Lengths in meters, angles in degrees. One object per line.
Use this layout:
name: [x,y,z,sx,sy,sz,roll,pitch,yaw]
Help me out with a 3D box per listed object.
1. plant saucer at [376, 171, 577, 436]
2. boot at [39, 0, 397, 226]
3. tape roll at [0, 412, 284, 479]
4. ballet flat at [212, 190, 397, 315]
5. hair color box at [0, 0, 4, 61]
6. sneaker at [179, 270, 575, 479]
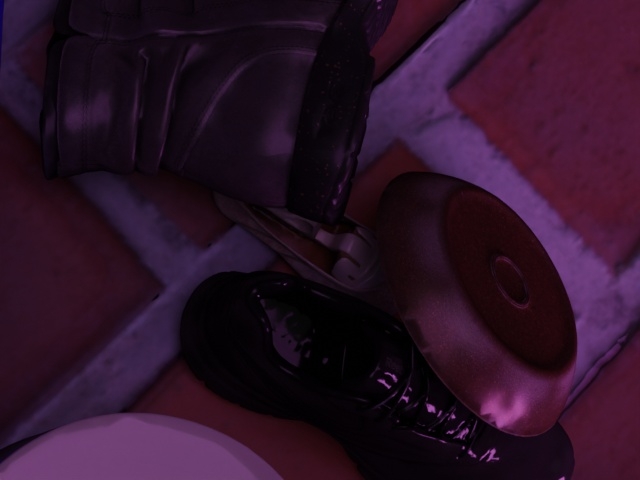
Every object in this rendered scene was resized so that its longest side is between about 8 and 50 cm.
plant saucer: [0.115,0.034,1.292,0.198,0.036,0.198,35,38,-33]
boot: [-0.059,-0.179,1.294,0.222,0.118,0.338,13,59,4]
tape roll: [-0.128,0.231,1.179,0.246,0.169,0.246,2,81,-16]
ballet flat: [0.000,0.000,1.316,0.168,0.052,0.057,30,74,-11]
hair color box: [-0.298,-0.032,1.160,0.185,0.110,0.339,-2,79,18]
sneaker: [0.048,0.104,1.275,0.286,0.130,0.109,24,73,-14]
